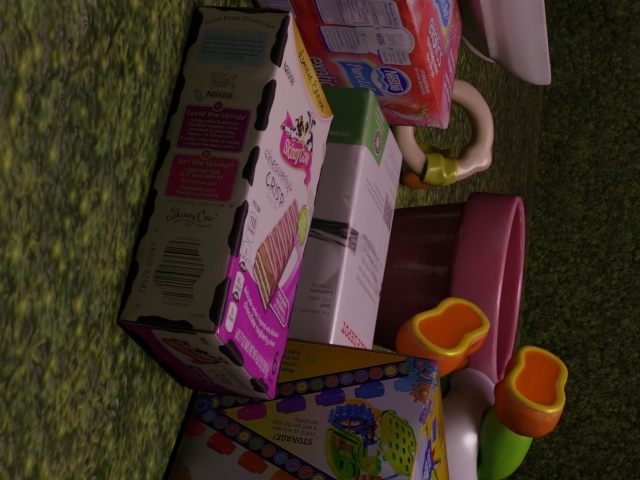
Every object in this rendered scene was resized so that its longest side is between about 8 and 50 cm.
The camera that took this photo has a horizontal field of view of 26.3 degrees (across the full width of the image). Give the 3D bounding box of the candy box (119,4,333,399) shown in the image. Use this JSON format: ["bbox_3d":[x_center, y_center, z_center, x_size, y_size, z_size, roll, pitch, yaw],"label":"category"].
[{"bbox_3d":[-0.057,-0.023,0.952,0.159,0.071,0.233,62,36,-66],"label":"candy box"}]

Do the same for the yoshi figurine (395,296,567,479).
[{"bbox_3d":[0.076,0.242,1.294,0.362,0.203,0.203,-63,-146,34],"label":"yoshi figurine"}]

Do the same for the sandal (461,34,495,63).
[{"bbox_3d":[0.196,-0.291,1.768,0.102,0.169,0.416,-43,160,7],"label":"sandal"}]

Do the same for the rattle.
[{"bbox_3d":[0.129,-0.167,1.655,0.143,0.130,0.199,-55,123,-83],"label":"rattle"}]

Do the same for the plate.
[{"bbox_3d":[0.106,-0.281,1.257,0.045,0.277,0.278,-38,158,-2],"label":"plate"}]

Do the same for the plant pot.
[{"bbox_3d":[0.112,0.043,1.436,0.201,0.180,0.201,7,90,-76],"label":"plant pot"}]

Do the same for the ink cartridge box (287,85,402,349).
[{"bbox_3d":[0.000,0.000,1.146,0.160,0.093,0.219,55,44,-69],"label":"ink cartridge box"}]

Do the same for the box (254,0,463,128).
[{"bbox_3d":[0.039,-0.198,1.145,0.257,0.128,0.122,57,41,-68],"label":"box"}]

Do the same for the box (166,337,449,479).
[{"bbox_3d":[-0.012,0.272,1.052,0.290,0.177,0.279,79,23,-51],"label":"box"}]
